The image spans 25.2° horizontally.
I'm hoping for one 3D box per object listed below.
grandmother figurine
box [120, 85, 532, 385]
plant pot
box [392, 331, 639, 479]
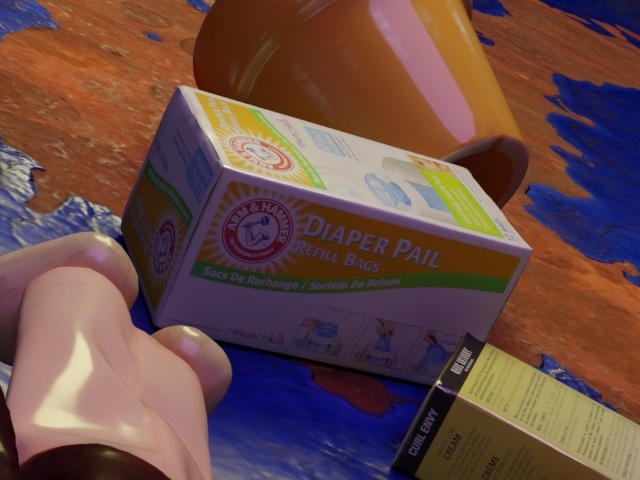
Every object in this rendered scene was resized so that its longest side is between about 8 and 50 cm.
[{"bbox_3d":[-0.069,0.106,0.468,0.208,0.104,0.342,38,9,-15],"label":"grandmother figurine"},{"bbox_3d":[0.000,0.000,0.838,0.203,0.103,0.114,15,24,-25],"label":"box"},{"bbox_3d":[0.042,-0.093,1.004,0.205,0.205,0.188,0,49,-47],"label":"plant pot"},{"bbox_3d":[0.159,0.138,0.760,0.232,0.058,0.087,28,21,7],"label":"box"}]
